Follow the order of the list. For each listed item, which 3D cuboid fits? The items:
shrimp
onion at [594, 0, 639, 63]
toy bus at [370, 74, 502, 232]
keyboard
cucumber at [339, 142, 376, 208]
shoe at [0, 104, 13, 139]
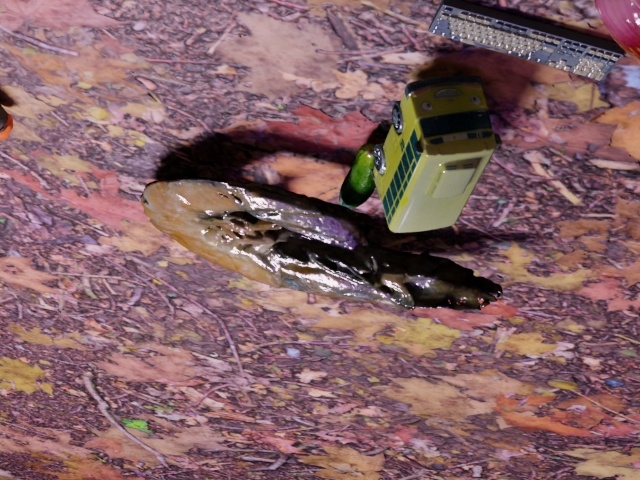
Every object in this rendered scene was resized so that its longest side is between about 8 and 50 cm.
[{"bbox_3d":[0.000,0.000,1.670,0.444,0.085,0.272,15,162,7],"label":"shrimp"},{"bbox_3d":[0.324,-0.173,1.093,0.229,0.164,0.230,4,171,1],"label":"onion"},{"bbox_3d":[0.115,-0.085,1.434,0.088,0.101,0.175,-6,155,-14],"label":"toy bus"},{"bbox_3d":[0.191,-0.187,1.321,0.176,0.014,0.055,15,157,-6],"label":"keyboard"},{"bbox_3d":[0.047,-0.071,1.580,0.039,0.039,0.168,13,157,-4],"label":"cucumber"},{"bbox_3d":[-0.435,-0.127,1.628,0.194,0.074,0.077,-11,151,34],"label":"shoe"}]
